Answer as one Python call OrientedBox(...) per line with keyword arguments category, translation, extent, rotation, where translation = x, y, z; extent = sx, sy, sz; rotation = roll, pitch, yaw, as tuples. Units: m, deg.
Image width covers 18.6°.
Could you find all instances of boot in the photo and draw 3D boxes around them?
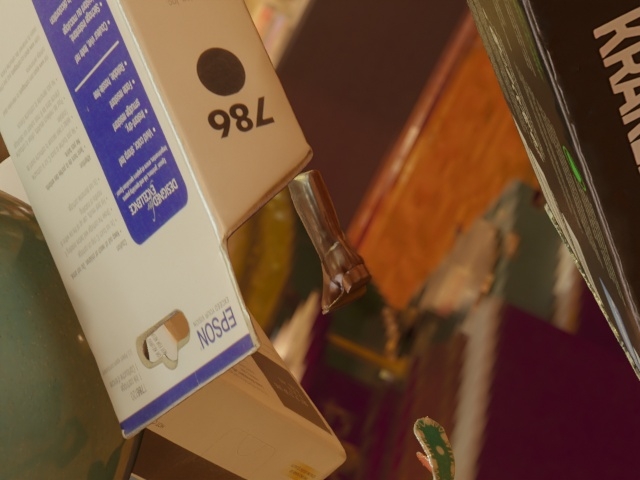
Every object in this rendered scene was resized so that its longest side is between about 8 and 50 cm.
OrientedBox(category="boot", translation=(0.000, 0.000, 1.696), extent=(0.037, 0.114, 0.106), rotation=(-24, -13, -25))

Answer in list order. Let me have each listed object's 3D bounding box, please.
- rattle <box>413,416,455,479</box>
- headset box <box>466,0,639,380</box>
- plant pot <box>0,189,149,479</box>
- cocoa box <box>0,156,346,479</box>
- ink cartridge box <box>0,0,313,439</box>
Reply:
OrientedBox(category="rattle", translation=(0.097, 0.203, 1.215), extent=(0.199, 0.143, 0.130), rotation=(-47, -50, -56))
OrientedBox(category="headset box", translation=(0.185, -0.099, 0.558), extent=(0.283, 0.246, 0.131), rotation=(-25, 49, 2))
OrientedBox(category="plant pot", translation=(-0.204, 0.080, 1.014), extent=(0.195, 0.290, 0.290), rotation=(-21, -25, -46))
OrientedBox(category="cocoa box", translation=(-0.176, 0.120, 1.523), extent=(0.228, 0.231, 0.347), rotation=(-38, -25, 5))
OrientedBox(category="ink cartridge box", translation=(-0.098, -0.090, 0.864), extent=(0.165, 0.065, 0.332), rotation=(-35, 75, 58))
